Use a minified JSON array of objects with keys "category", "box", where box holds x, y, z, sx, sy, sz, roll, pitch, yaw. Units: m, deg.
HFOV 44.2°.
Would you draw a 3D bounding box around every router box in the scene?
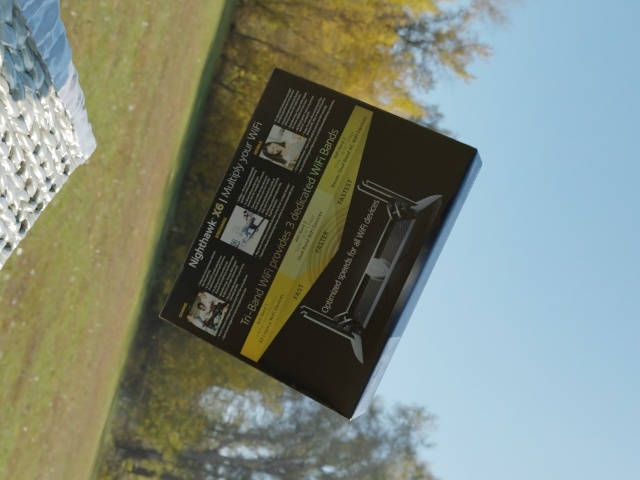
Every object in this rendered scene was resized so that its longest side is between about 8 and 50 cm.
[{"category":"router box","box":[0.000,0.000,0.859,0.308,0.243,0.081,-64,164,1]}]

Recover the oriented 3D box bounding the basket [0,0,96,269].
[{"category":"basket","box":[-0.420,-0.125,0.690,0.331,0.328,0.266,111,5,-68]}]
